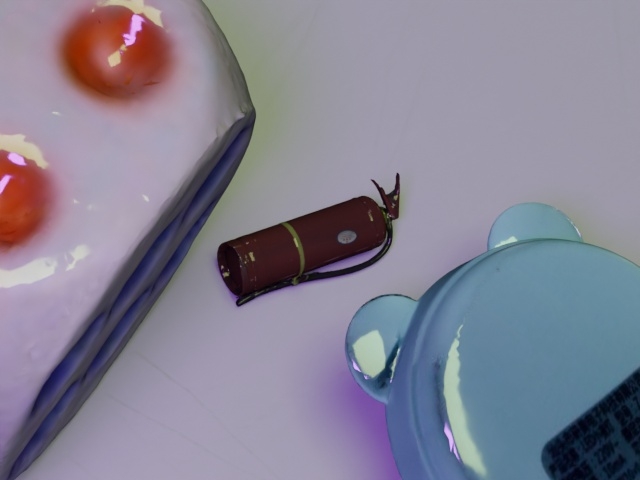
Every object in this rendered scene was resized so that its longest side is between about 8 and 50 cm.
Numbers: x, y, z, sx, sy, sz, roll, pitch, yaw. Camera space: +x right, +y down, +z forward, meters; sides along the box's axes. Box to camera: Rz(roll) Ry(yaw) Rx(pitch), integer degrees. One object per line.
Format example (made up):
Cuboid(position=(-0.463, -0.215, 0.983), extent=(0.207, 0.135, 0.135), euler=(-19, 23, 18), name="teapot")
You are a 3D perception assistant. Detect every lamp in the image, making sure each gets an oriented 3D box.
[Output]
Cuboid(position=(0.157, 0.124, 1.091), extent=(0.209, 0.147, 0.284), euler=(-34, 70, -25), name="lamp")

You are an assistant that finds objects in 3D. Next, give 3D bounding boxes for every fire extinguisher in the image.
Cuboid(position=(0.000, 0.000, 1.168), extent=(0.132, 0.039, 0.056), euler=(-19, 104, -24), name="fire extinguisher")

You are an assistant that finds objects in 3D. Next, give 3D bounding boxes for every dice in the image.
Cuboid(position=(-0.207, -0.032, 1.011), extent=(0.251, 0.243, 0.259), euler=(35, 58, 2), name="dice")
